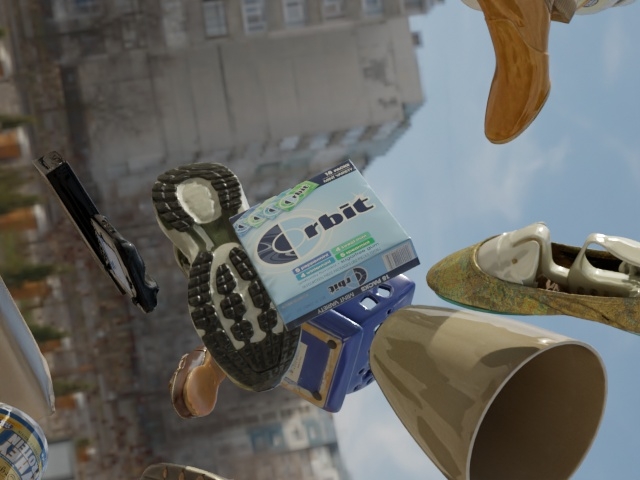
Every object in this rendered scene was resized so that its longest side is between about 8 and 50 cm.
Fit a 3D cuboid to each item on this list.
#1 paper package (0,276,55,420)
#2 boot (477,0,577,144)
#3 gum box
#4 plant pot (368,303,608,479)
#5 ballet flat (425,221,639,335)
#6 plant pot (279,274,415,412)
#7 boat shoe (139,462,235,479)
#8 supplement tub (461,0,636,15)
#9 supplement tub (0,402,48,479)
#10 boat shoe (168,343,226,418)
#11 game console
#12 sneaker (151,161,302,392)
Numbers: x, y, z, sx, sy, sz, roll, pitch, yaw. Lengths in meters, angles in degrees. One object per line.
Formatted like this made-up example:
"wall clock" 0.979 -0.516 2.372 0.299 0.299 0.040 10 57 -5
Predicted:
"paper package" -0.577 0.142 1.657 0.168 0.309 0.324 -124 -168 -62
"boot" 0.270 -0.313 1.774 0.104 0.211 0.295 13 -107 45
"gum box" 0.000 0.000 1.301 0.041 0.157 0.184 66 -5 -36
"plant pot" 0.200 0.198 1.625 0.274 0.256 0.256 30 -47 47
"ballet flat" 0.298 0.037 1.454 0.123 0.349 0.123 11 90 -69
"plant pot" 0.003 0.153 2.144 0.212 0.236 0.236 -41 153 -49
"boat shoe" -0.109 0.436 1.801 0.132 0.355 0.130 -67 167 -1
"supplement tub" 0.409 -0.516 2.109 0.235 0.325 0.235 15 -73 62
"supplement tub" -0.433 0.308 1.488 0.199 0.144 0.144 -78 165 -64
"boat shoe" -0.198 0.222 1.855 0.207 0.073 0.073 -60 130 -71
"game console" -0.298 -0.003 1.632 0.213 0.044 0.361 61 -13 -23
"sneaker" -0.119 0.069 1.706 0.182 0.158 0.410 79 -10 -47
